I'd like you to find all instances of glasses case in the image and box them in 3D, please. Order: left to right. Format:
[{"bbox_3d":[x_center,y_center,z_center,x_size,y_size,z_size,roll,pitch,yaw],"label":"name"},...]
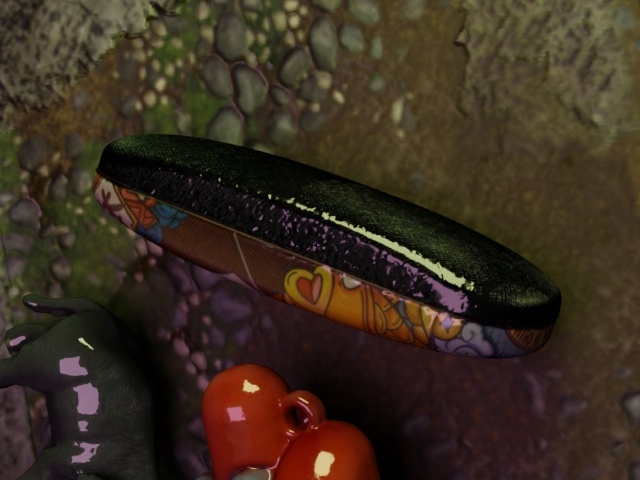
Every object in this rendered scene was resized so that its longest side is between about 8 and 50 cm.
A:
[{"bbox_3d":[0.000,0.000,1.250,0.321,0.122,0.082,21,105,24],"label":"glasses case"}]

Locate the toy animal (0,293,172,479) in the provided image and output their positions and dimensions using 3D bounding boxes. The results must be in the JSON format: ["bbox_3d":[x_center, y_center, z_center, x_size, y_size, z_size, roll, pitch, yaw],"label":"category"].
[{"bbox_3d":[-0.164,0.165,1.363,0.137,0.082,0.269,-19,83,27],"label":"toy animal"}]

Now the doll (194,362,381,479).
[{"bbox_3d":[0.000,0.217,1.257,0.161,0.130,0.290,-5,105,33],"label":"doll"}]
